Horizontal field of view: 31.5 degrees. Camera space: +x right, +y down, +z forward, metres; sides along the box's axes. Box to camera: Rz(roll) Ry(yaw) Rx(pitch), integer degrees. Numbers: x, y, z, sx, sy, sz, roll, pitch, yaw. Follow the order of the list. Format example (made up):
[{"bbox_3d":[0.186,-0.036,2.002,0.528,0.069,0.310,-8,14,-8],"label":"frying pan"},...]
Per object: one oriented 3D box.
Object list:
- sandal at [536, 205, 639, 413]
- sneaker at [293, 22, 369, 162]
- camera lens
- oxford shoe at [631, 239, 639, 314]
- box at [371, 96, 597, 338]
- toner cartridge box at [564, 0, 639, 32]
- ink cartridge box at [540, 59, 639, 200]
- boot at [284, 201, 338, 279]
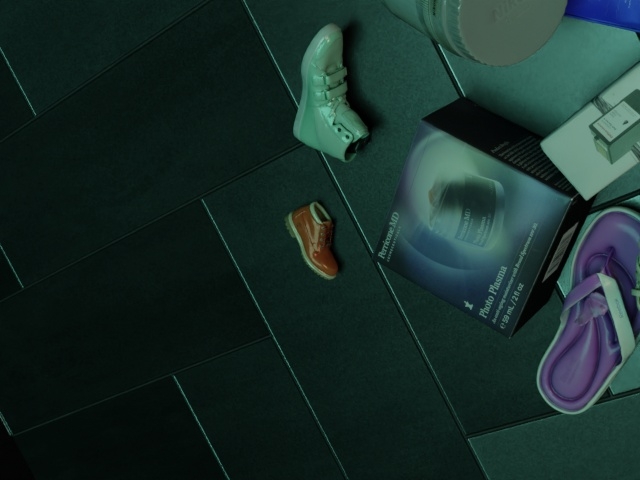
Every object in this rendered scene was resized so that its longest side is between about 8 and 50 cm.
[{"bbox_3d":[0.480,0.142,1.959,0.169,0.102,0.416,24,121,23],"label":"sandal"},{"bbox_3d":[0.041,-0.265,2.081,0.151,0.094,0.256,32,134,25],"label":"sneaker"},{"bbox_3d":[0.227,-0.411,1.771,0.274,0.219,0.219,48,136,50],"label":"camera lens"},{"bbox_3d":[0.559,0.055,1.793,0.130,0.169,0.449,-10,120,3],"label":"oxford shoe"},{"bbox_3d":[0.284,-0.042,1.964,0.294,0.183,0.296,30,123,21],"label":"box"},{"bbox_3d":[0.480,-0.498,1.708,0.165,0.075,0.348,19,119,25],"label":"toner cartridge box"},{"bbox_3d":[0.504,-0.211,1.729,0.121,0.211,0.289,52,129,3],"label":"ink cartridge box"},{"bbox_3d":[0.000,0.000,2.247,0.085,0.059,0.158,-31,90,33],"label":"boot"}]
